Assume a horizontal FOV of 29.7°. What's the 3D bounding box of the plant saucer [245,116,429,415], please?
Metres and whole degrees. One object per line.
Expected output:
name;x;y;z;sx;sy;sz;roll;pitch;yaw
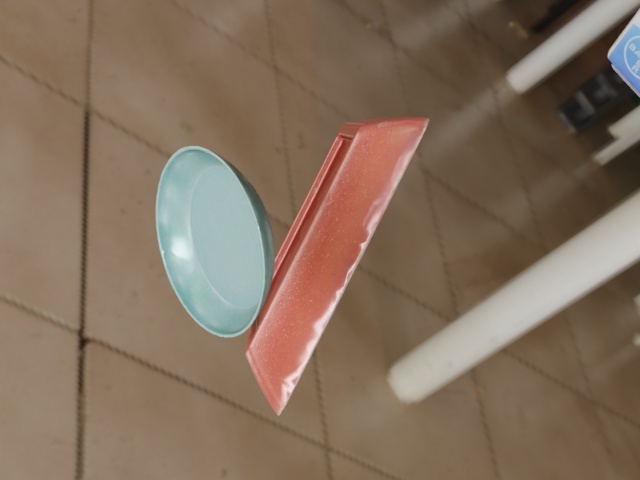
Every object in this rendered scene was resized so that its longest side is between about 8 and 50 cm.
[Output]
plant saucer;0.000;0.000;1.043;0.048;0.259;0.258;26;4;-5

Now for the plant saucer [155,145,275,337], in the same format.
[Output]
plant saucer;-0.061;-0.001;0.740;0.021;0.119;0.119;-14;68;-36

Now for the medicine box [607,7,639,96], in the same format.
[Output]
medicine box;0.426;-0.170;0.989;0.149;0.289;0.263;-28;71;-29
